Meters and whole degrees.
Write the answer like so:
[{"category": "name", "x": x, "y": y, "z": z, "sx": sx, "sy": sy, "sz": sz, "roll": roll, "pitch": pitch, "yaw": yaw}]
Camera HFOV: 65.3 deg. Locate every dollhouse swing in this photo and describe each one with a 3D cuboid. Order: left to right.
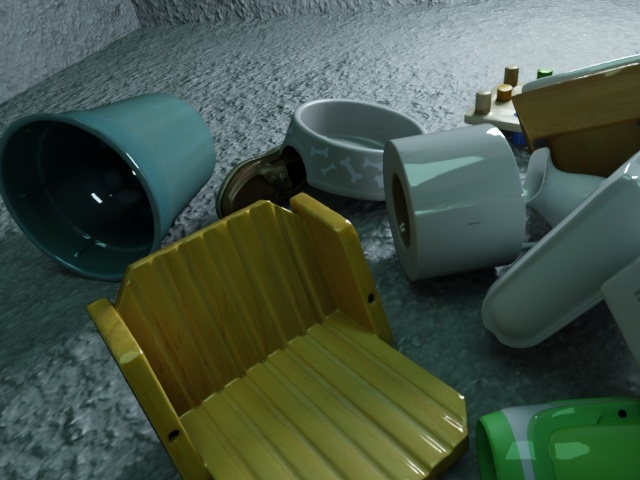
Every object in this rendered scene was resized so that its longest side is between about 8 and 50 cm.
[{"category": "dollhouse swing", "x": -0.037, "y": 0.141, "z": 0.615, "sx": 0.347, "sy": 0.315, "sz": 0.305, "roll": -30, "pitch": 21, "yaw": -26}]

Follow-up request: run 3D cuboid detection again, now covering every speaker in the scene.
[{"category": "speaker", "x": 0.327, "y": 0.233, "z": 0.528, "sx": 0.297, "sy": 0.131, "sz": 0.131, "roll": -5, "pitch": 37, "yaw": 5}]

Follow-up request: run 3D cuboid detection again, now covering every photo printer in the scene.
[{"category": "photo printer", "x": 0.363, "y": 0.013, "z": 0.672, "sx": 0.256, "sy": 0.307, "sz": 0.107, "roll": -26, "pitch": 67, "yaw": -40}]

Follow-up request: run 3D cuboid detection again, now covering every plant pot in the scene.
[{"category": "plant pot", "x": -0.406, "y": -0.146, "z": 1.053, "sx": 0.341, "sy": 0.341, "sz": 0.334, "roll": 2, "pitch": 30, "yaw": 15}]

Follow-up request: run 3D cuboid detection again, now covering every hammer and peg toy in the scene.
[{"category": "hammer and peg toy", "x": 0.562, "y": -0.314, "z": 1.199, "sx": 0.361, "sy": 0.127, "sz": 0.266, "roll": 20, "pitch": 46, "yaw": 34}]

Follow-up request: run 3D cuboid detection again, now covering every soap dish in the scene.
[{"category": "soap dish", "x": 0.493, "y": -0.187, "z": 0.905, "sx": 0.229, "sy": 0.291, "sz": 0.118, "roll": -7, "pitch": 65, "yaw": 30}]

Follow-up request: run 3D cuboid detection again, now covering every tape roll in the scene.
[{"category": "tape roll", "x": 0.214, "y": -0.063, "z": 0.847, "sx": 0.169, "sy": 0.246, "sz": 0.246, "roll": -10, "pitch": 37, "yaw": -2}]

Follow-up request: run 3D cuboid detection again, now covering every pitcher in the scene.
[{"category": "pitcher", "x": 0.426, "y": -0.037, "z": 0.857, "sx": 0.207, "sy": 0.177, "sz": 0.125, "roll": 26, "pitch": 22, "yaw": -3}]

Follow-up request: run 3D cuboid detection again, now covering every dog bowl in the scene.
[{"category": "dog bowl", "x": 0.085, "y": -0.220, "z": 1.126, "sx": 0.349, "sy": 0.102, "sz": 0.348, "roll": 7, "pitch": 34, "yaw": -5}]

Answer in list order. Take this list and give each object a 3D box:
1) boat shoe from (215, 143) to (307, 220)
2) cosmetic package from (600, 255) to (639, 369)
[{"category": "boat shoe", "x": -0.109, "y": -0.138, "z": 1.128, "sx": 0.105, "sy": 0.110, "sz": 0.307, "roll": 13, "pitch": 42, "yaw": 29}, {"category": "cosmetic package", "x": 0.449, "y": 0.189, "z": 0.375, "sx": 0.230, "sy": 0.161, "sz": 0.453, "roll": -12, "pitch": 65, "yaw": -4}]
